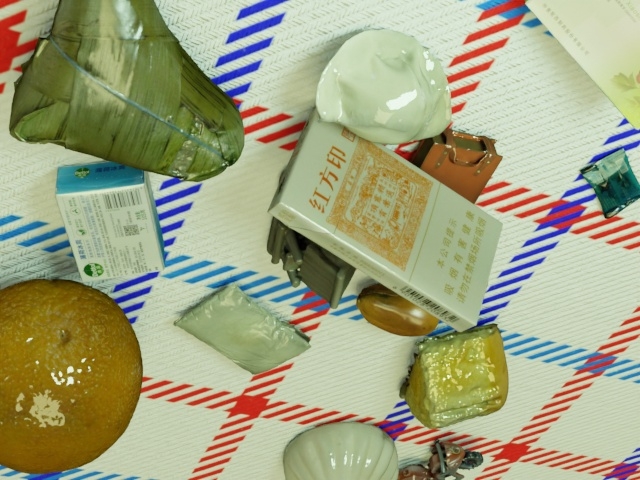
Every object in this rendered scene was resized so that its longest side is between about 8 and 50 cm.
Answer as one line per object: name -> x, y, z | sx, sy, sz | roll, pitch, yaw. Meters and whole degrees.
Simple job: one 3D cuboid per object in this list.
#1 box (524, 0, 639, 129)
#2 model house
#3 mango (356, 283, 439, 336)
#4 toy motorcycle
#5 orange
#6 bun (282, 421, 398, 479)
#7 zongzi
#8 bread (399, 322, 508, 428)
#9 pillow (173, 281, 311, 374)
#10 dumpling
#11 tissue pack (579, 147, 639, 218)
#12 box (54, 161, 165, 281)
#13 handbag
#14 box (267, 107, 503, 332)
box -> 0.440, -0.309, 1.356 | 0.260, 0.062, 0.175 | 44, 116, -13
model house -> 0.004, -0.004, 1.559 | 0.122, 0.188, 0.229 | -7, 137, -26
mango -> 0.143, 0.125, 1.765 | 0.159, 0.084, 0.105 | 23, 144, -4
toy motorcycle -> 0.257, 0.509, 2.149 | 0.212, 0.084, 0.118 | -25, 141, 20
orange -> -0.465, 0.235, 1.602 | 0.322, 0.322, 0.357 | 10, 140, -19
bun -> 0.052, 0.530, 2.067 | 0.263, 0.175, 0.263 | -4, 132, -5
zongzi -> -0.216, -0.260, 1.290 | 0.323, 0.160, 0.360 | 12, 123, -28
bread -> 0.280, 0.281, 1.885 | 0.204, 0.162, 0.262 | -15, 149, -11
pillow -> -0.141, 0.170, 1.774 | 0.148, 0.050, 0.230 | -37, 126, 17
dumpling -> 0.103, -0.224, 1.410 | 0.216, 0.126, 0.166 | 13, 104, -4
tissue pack -> 0.513, -0.095, 1.660 | 0.085, 0.028, 0.138 | -29, 135, 16
box -> -0.333, -0.031, 1.528 | 0.139, 0.073, 0.194 | -7, 134, -4
handbag -> 0.204, -0.098, 1.577 | 0.127, 0.063, 0.190 | 10, 133, -19
box -> 0.109, -0.034, 1.464 | 0.365, 0.204, 0.051 | 31, 147, -15
